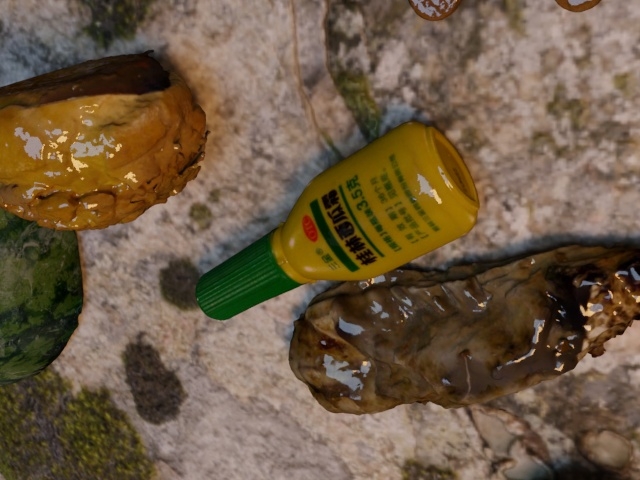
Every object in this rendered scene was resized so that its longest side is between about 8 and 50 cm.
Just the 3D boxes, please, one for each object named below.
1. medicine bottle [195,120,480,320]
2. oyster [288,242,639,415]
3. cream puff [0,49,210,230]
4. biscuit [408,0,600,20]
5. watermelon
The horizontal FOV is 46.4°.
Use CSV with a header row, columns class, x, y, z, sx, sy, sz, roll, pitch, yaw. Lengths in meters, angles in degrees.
class,x,y,z,sx,sy,sz,roll,pitch,yaw
medicine bottle,0.000,0.000,0.605,0.261,0.064,0.095,-28,98,32
oyster,0.111,0.068,0.585,0.345,0.079,0.128,-19,94,32
cream puff,-0.180,-0.074,0.597,0.189,0.189,0.129,1,116,24
biscuit,0.088,-0.216,0.490,0.205,0.031,0.138,4,118,21
watermelon,-0.355,0.018,0.737,0.305,0.224,0.180,63,165,-13
